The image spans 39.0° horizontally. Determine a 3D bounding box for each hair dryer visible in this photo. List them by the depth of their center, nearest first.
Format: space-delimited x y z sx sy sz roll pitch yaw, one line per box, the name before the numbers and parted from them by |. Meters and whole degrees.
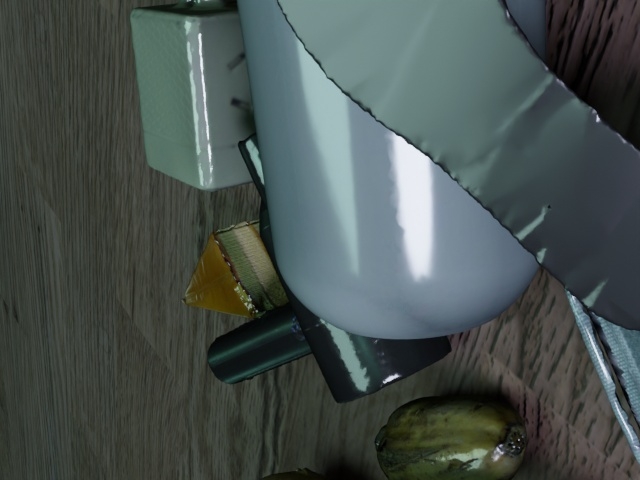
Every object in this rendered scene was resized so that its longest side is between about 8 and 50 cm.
hair dryer | -0.043 0.041 0.864 0.302 0.116 0.244 -29 83 46

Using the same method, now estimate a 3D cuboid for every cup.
cup | 0.052 -0.103 0.623 0.205 0.206 0.312 20 121 53

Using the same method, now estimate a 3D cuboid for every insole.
insole | 0.081 -0.088 0.491 0.348 0.009 0.119 46 123 3

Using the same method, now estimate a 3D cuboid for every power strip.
power strip | -0.095 -0.177 0.881 0.139 0.140 0.224 25 123 52

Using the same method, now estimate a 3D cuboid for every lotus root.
lotus root | 0.111 0.179 0.775 0.179 0.081 0.089 -19 46 54

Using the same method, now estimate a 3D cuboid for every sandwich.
sandwich | -0.091 0.067 1.040 0.113 0.079 0.163 61 146 21

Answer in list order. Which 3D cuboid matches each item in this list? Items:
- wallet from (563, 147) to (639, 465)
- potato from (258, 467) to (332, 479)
wallet | 0.283 0.034 0.453 0.342 0.075 0.237 -19 94 56
potato | -0.017 0.335 1.011 0.117 0.182 0.202 -86 -28 -70
